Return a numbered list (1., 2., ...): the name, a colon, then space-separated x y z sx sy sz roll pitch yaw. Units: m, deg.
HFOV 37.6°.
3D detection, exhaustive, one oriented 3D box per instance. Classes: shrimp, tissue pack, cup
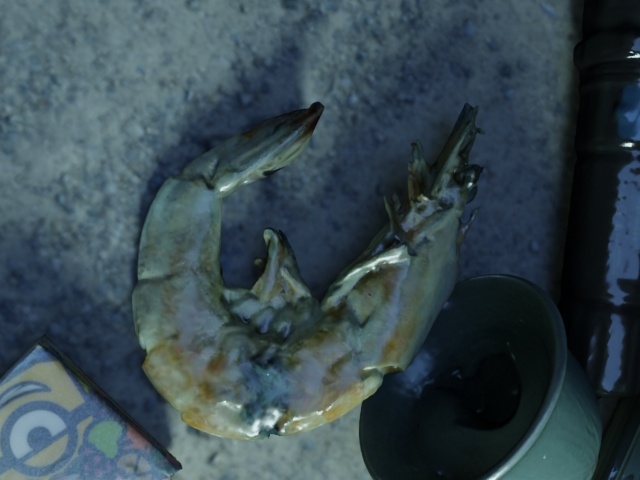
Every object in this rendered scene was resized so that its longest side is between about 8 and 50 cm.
1. shrimp: 0.000 0.000 0.771 0.247 0.085 0.360 45 79 -1
2. tissue pack: -0.193 0.159 0.706 0.148 0.060 0.108 45 76 -10
3. cup: 0.152 0.147 0.763 0.150 0.199 0.199 37 76 -30

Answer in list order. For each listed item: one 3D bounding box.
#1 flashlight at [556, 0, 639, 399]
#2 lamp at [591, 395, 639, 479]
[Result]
1. flashlight: 0.272 -0.064 0.843 0.103 0.103 0.423 8 86 -16
2. lamp: 0.362 0.264 0.869 0.267 0.047 0.269 32 77 -15
